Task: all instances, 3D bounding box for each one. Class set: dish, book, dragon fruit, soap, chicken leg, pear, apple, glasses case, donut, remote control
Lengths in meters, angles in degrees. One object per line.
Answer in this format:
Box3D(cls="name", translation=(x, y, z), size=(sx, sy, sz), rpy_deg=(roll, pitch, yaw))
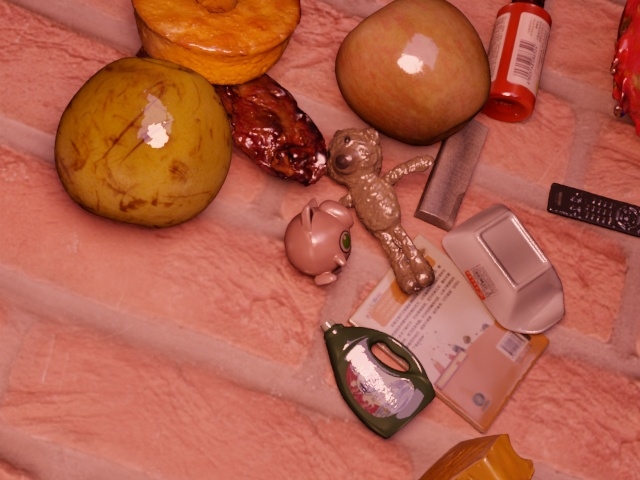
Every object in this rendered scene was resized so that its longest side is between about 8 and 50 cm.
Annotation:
Box3D(cls="dish", translation=(0.336, 0.046, 1.574), size=(0.154, 0.064, 0.234), rpy_deg=(-31, 80, -24))
Box3D(cls="book", translation=(0.221, 0.155, 1.557), size=(0.295, 0.020, 0.208), rpy_deg=(40, 72, 3))
Box3D(cls="dragon fruit", translation=(0.647, -0.352, 1.625), size=(0.249, 0.386, 0.371), rpy_deg=(17, 40, 33))
Box3D(cls="soap", translation=(0.222, 0.367, 1.372), size=(0.160, 0.257, 0.080), rpy_deg=(-40, 84, -17))
Box3D(cls="chicken leg", translation=(-0.141, -0.231, 1.565), size=(0.407, 0.096, 0.158), rpy_deg=(40, 45, 15))
Box3D(cls="pear", translation=(-0.275, -0.155, 1.433), size=(0.283, 0.283, 0.283), rpy_deg=(2, 74, -9))
Box3D(cls="apple", translation=(0.161, -0.280, 1.552), size=(0.257, 0.257, 0.234), rpy_deg=(-30, 88, -16))
Box3D(cls="glasses case", translation=(0.235, -0.123, 1.626), size=(0.071, 0.047, 0.205), rpy_deg=(24, 71, -3))
Box3D(cls="donut", translation=(-0.179, -0.379, 1.555), size=(0.303, 0.110, 0.303), rpy_deg=(7, 47, -8))
Box3D(cls="remote control", translation=(0.531, -0.047, 1.663), size=(0.245, 0.025, 0.063), rpy_deg=(16, 71, -4))

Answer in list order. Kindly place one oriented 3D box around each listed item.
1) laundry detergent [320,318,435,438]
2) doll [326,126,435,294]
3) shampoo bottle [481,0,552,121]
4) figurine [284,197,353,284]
Box3D(cls="laundry detergent", translation=(0.083, 0.207, 1.495), size=(0.137, 0.063, 0.211), rpy_deg=(-38, 82, -4))
Box3D(cls="doll", translation=(0.090, -0.051, 1.549), size=(0.203, 0.091, 0.286), rpy_deg=(-1, 97, 33))
Box3D(cls="shampoo bottle", translation=(0.366, -0.363, 1.685), size=(0.104, 0.104, 0.278), rpy_deg=(17, 73, -4))
Box3D(cls="figurine", translation=(0.000, 0.000, 1.511), size=(0.125, 0.125, 0.138), rpy_deg=(-12, 96, -12))
